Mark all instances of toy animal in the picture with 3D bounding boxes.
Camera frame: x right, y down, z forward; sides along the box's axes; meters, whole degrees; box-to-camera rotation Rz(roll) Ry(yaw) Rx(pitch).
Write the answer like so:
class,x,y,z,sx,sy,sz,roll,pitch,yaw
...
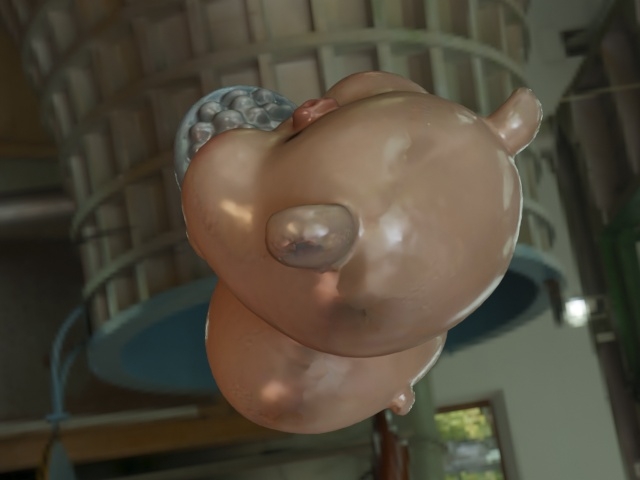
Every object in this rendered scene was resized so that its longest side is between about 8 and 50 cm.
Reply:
class,x,y,z,sx,sy,sz,roll,pitch,yaw
toy animal,0.014,0.016,0.813,0.229,0.210,0.221,11,-57,44
